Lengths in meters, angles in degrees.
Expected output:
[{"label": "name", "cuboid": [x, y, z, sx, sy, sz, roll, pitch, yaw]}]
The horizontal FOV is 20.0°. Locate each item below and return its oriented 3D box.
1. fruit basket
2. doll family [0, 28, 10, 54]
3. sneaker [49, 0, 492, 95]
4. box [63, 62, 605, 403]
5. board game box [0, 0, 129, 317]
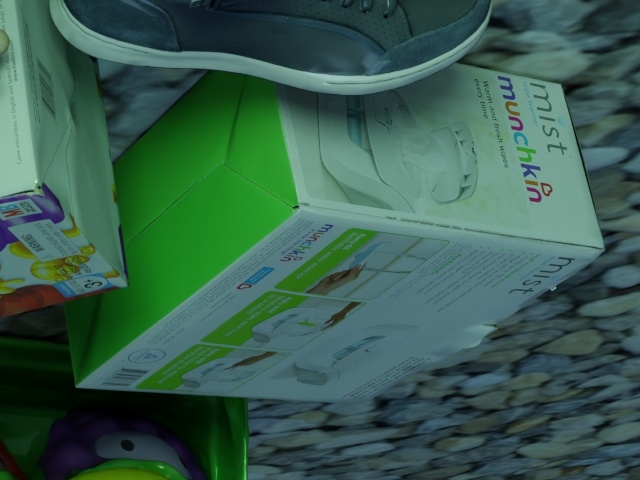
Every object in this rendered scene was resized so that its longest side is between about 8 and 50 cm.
[{"label": "fruit basket", "cuboid": [-0.184, 0.210, 1.314, 0.392, 0.283, 0.392, 0, 168, 0]}, {"label": "doll family", "cuboid": [-0.275, -0.071, 0.797, 0.263, 0.163, 0.118, -13, 156, 6]}, {"label": "sneaker", "cuboid": [-0.004, -0.141, 0.853, 0.226, 0.086, 0.163, -2, 157, -18]}, {"label": "box", "cuboid": [0.000, 0.000, 1.122, 0.231, 0.127, 0.262, 6, 151, -35]}, {"label": "board game box", "cuboid": [-0.256, -0.030, 0.924, 0.275, 0.144, 0.142, -13, 157, 7]}]
